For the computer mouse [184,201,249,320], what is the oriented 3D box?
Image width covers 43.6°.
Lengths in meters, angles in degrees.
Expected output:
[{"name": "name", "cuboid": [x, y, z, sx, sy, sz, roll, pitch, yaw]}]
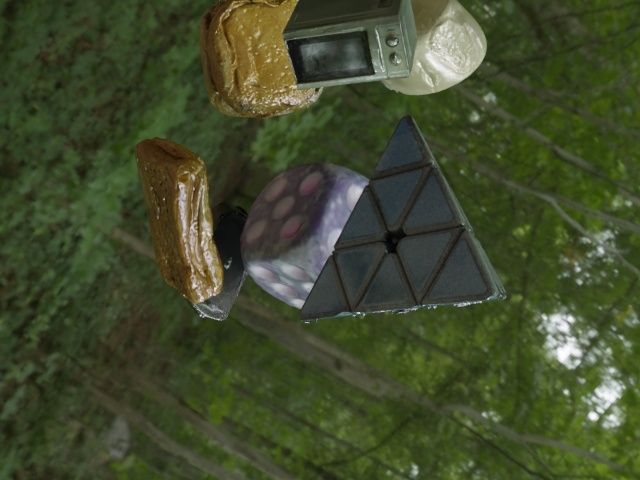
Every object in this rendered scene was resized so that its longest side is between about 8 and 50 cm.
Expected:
[{"name": "computer mouse", "cuboid": [-0.249, 0.046, 1.917, 0.087, 0.168, 0.295, 5, -116, 36]}]

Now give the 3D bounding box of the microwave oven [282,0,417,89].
[{"name": "microwave oven", "cuboid": [0.057, -0.351, 1.393, 0.204, 0.129, 0.163, -3, -143, 17]}]

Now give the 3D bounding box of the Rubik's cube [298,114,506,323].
[{"name": "Rubik's cube", "cuboid": [0.135, 0.021, 1.043, 0.229, 0.228, 0.233, -50, 161, -39]}]

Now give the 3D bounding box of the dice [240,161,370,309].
[{"name": "dice", "cuboid": [0.000, 0.000, 1.843, 0.270, 0.270, 0.271, -5, -127, 45]}]

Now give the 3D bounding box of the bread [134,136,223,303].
[{"name": "bread", "cuboid": [-0.219, -0.031, 1.242, 0.077, 0.271, 0.139, -33, -134, -30]}]

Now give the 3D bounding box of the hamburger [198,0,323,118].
[{"name": "hamburger", "cuboid": [-0.125, -0.422, 1.812, 0.319, 0.318, 0.158, -55, -151, -5]}]

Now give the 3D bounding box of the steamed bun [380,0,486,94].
[{"name": "steamed bun", "cuboid": [0.259, -0.507, 2.076, 0.272, 0.290, 0.273, -57, -141, 11]}]
